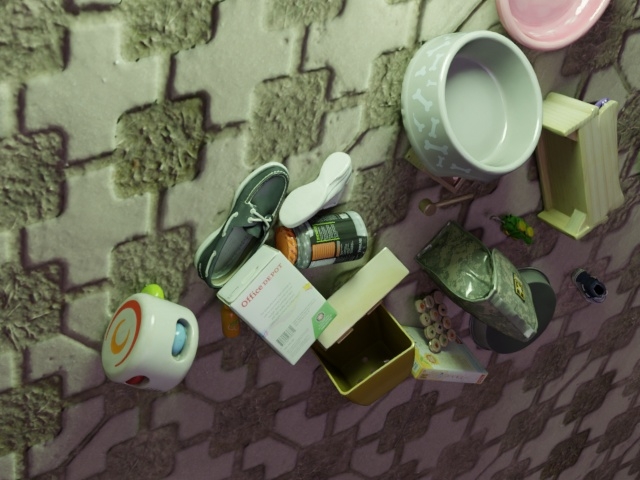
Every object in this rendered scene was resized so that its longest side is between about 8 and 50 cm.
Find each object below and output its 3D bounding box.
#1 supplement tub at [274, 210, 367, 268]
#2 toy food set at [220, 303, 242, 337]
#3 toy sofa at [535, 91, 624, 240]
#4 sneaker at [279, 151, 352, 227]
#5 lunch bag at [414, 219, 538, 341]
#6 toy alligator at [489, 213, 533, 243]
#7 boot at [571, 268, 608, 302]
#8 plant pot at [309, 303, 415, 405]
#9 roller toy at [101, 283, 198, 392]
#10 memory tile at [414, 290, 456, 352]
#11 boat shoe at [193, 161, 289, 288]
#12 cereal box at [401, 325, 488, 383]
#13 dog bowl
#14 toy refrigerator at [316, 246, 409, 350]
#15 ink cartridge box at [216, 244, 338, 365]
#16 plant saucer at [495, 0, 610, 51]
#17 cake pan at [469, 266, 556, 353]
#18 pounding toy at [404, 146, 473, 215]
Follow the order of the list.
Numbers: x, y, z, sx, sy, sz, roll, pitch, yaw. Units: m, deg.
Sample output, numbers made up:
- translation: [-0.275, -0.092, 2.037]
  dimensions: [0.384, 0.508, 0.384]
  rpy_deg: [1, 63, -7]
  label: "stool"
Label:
- translation: [0.000, 0.000, 1.542]
  dimensions: [0.190, 0.117, 0.117]
  rpy_deg: [-8, 121, -23]
  label: "supplement tub"
- translation: [-0.125, 0.127, 1.553]
  dimensions: [0.232, 0.111, 0.104]
  rpy_deg: [-13, 122, -22]
  label: "toy food set"
- translation: [0.650, -0.199, 1.747]
  dimensions: [0.177, 0.150, 0.362]
  rpy_deg: [-33, 128, -13]
  label: "toy sofa"
- translation: [0.000, -0.092, 1.502]
  dimensions: [0.212, 0.080, 0.094]
  rpy_deg: [-45, 149, -15]
  label: "sneaker"
- translation: [0.412, 0.113, 1.716]
  dimensions: [0.169, 0.287, 0.235]
  rpy_deg: [-47, 127, 4]
  label: "lunch bag"
- translation: [0.517, -0.045, 1.831]
  dimensions: [0.190, 0.056, 0.051]
  rpy_deg: [28, 60, -35]
  label: "toy alligator"
- translation: [0.847, 0.159, 2.096]
  dimensions: [0.190, 0.086, 0.069]
  rpy_deg: [32, 99, -37]
  label: "boot"
- translation: [0.115, 0.293, 1.729]
  dimensions: [0.212, 0.212, 0.187]
  rpy_deg: [-35, 140, -6]
  label: "plant pot"
- translation: [-0.355, 0.220, 1.435]
  dimensions: [0.146, 0.191, 0.209]
  rpy_deg: [26, 103, -37]
  label: "roller toy"
- translation: [0.310, 0.216, 1.825]
  dimensions: [0.113, 0.012, 0.148]
  rpy_deg: [-20, 89, -42]
  label: "memory tile"
- translation: [-0.155, -0.026, 1.460]
  dimensions: [0.114, 0.091, 0.302]
  rpy_deg: [25, 104, -36]
  label: "boat shoe"
- translation: [0.318, 0.310, 1.851]
  dimensions: [0.240, 0.173, 0.047]
  rpy_deg: [12, 117, -32]
  label: "cereal box"
- translation: [0.342, -0.289, 1.475]
  dimensions: [0.349, 0.102, 0.349]
  rpy_deg: [1, 88, -31]
  label: "dog bowl"
- translation: [0.087, 0.146, 1.641]
  dimensions: [0.269, 0.094, 0.102]
  rpy_deg: [-41, 172, -10]
  label: "toy refrigerator"
- translation: [-0.092, 0.137, 1.461]
  dimensions: [0.154, 0.093, 0.212]
  rpy_deg: [-48, 119, -12]
  label: "ink cartridge box"
- translation: [0.507, -0.588, 1.488]
  dimensions: [0.332, 0.084, 0.332]
  rpy_deg: [-13, 122, -22]
  label: "plant saucer"
- translation: [0.576, 0.217, 2.009]
  dimensions: [0.293, 0.054, 0.293]
  rpy_deg: [-13, 123, -21]
  label: "cake pan"
- translation: [0.285, -0.162, 1.611]
  dimensions: [0.181, 0.094, 0.206]
  rpy_deg: [27, 103, -36]
  label: "pounding toy"
